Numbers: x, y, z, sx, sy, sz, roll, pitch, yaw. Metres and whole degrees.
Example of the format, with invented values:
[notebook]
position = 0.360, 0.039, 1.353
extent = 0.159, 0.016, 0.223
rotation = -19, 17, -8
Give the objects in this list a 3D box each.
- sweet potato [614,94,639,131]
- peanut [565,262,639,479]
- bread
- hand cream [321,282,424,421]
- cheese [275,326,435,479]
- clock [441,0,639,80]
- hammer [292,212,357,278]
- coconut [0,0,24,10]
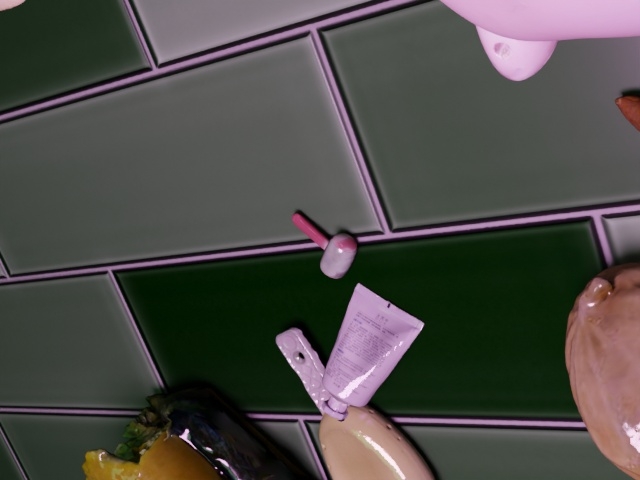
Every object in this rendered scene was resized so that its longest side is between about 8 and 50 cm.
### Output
[sweet potato]
position = 0.337, -0.095, 0.740
extent = 0.255, 0.058, 0.078
rotation = -12, 93, 43
[peanut]
position = 0.315, 0.151, 0.839
extent = 0.291, 0.159, 0.143
rotation = 41, 159, 9
[bread]
position = -0.124, 0.364, 1.279
extent = 0.376, 0.208, 0.251
rotation = 39, 138, 7
[hand cream]
position = 0.045, 0.126, 1.093
extent = 0.084, 0.053, 0.142
rotation = 31, 103, 18
[cheese]
position = 0.028, 0.209, 1.164
extent = 0.127, 0.050, 0.255
rotation = -31, 94, 46
[clock]
position = 0.185, -0.273, 0.607
extent = 0.377, 0.250, 0.368
rotation = -27, 98, 43
[hammer]
position = 0.000, 0.000, 1.071
extent = 0.083, 0.031, 0.052
rotation = 41, 130, 18
[coconut]
position = -0.313, -0.363, 0.908
extent = 0.323, 0.323, 0.323
rotation = 19, 126, 27
